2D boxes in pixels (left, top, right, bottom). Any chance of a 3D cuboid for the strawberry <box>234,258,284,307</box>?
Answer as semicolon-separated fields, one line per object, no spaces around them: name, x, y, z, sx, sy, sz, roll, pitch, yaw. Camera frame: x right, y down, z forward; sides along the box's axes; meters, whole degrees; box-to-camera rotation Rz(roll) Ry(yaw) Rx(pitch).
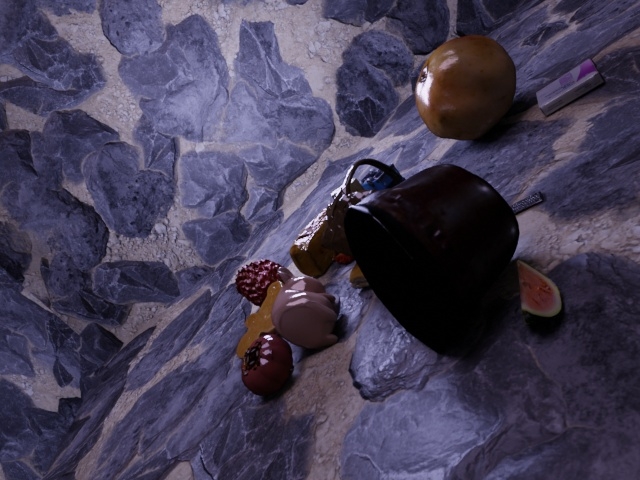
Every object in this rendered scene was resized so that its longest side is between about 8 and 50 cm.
strawberry;-0.227;0.204;2.032;0.234;0.234;0.178;-38;46;9

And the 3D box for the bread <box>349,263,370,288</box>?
bread;0.150;0.096;1.550;0.125;0.082;0.106;-14;24;51

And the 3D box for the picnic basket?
picnic basket;0.177;-0.114;1.583;0.337;0.293;0.337;-35;43;42

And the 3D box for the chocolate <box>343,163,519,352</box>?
chocolate;0.279;0.005;1.115;0.331;0.383;0.383;-30;14;-12

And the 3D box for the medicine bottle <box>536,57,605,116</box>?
medicine bottle;0.842;-0.516;1.651;0.201;0.052;0.171;-31;19;35

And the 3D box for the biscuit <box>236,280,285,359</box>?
biscuit;-0.200;0.298;1.822;0.216;0.047;0.339;-8;47;52

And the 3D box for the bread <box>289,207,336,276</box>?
bread;0.000;0.000;1.983;0.132;0.167;0.294;-23;24;47

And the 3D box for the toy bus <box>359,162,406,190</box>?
toy bus;0.258;-0.240;2.088;0.116;0.133;0.234;-45;12;-15

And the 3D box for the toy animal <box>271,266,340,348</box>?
toy animal;-0.044;0.205;1.516;0.213;0.195;0.256;-3;17;6

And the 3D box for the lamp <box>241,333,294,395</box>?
lamp;-0.152;0.370;1.443;0.182;0.140;0.182;-39;32;31

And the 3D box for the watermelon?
watermelon;0.410;0.118;0.948;0.163;0.087;0.069;-60;-6;-52

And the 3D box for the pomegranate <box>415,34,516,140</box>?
pomegranate;0.572;-0.584;1.896;0.411;0.411;0.411;-37;17;13

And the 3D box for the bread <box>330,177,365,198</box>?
bread;0.144;-0.164;2.067;0.139;0.178;0.060;-34;22;21

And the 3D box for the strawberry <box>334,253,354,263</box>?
strawberry;0.105;0.045;1.849;0.152;0.048;0.104;-23;20;39

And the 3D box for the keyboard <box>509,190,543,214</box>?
keyboard;0.522;-0.083;1.313;0.155;0.010;0.053;-31;20;29
